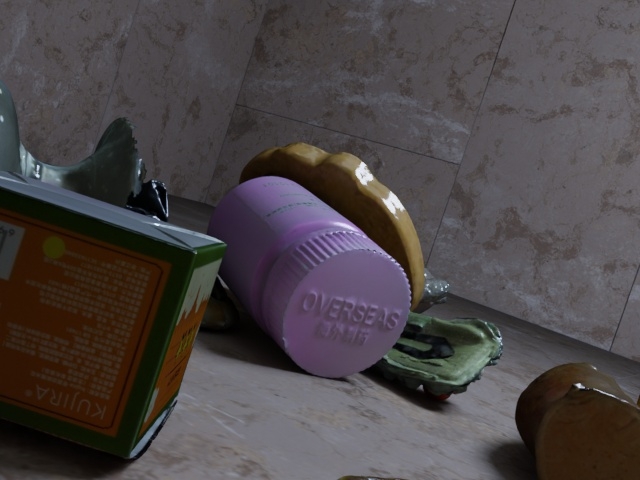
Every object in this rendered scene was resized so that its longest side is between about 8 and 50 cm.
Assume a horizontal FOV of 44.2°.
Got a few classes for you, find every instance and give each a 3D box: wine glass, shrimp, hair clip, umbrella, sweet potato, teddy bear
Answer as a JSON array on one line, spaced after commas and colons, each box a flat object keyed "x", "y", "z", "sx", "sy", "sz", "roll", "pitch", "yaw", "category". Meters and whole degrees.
[{"x": -0.380, "y": -0.078, "z": 0.862, "sx": 0.323, "sy": 0.238, "sz": 0.238, "roll": 14, "pitch": 5, "yaw": -31, "category": "wine glass"}, {"x": -0.176, "y": 0.065, "z": 1.063, "sx": 0.145, "sy": 0.059, "sz": 0.254, "roll": 20, "pitch": 3, "yaw": -13, "category": "shrimp"}, {"x": 0.095, "y": 0.137, "z": 1.076, "sx": 0.321, "sy": 0.138, "sz": 0.091, "roll": 20, "pitch": -41, "yaw": 45, "category": "hair clip"}, {"x": -0.269, "y": -0.014, "z": 1.059, "sx": 0.272, "sy": 0.122, "sz": 0.110, "roll": -6, "pitch": -64, "yaw": 61, "category": "umbrella"}, {"x": 0.272, "y": 0.190, "z": 0.848, "sx": 0.131, "sy": 0.131, "sz": 0.337, "roll": 19, "pitch": 3, "yaw": 8, "category": "sweet potato"}, {"x": 0.169, "y": 0.094, "z": 1.729, "sx": 0.236, "sy": 0.151, "sz": 0.267, "roll": 12, "pitch": 5, "yaw": 29, "category": "teddy bear"}]

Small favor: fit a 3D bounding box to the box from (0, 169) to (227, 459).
[{"x": -0.186, "y": 0.042, "z": 0.554, "sx": 0.195, "sy": 0.148, "sz": 0.177, "roll": 18, "pitch": 0, "yaw": -2, "category": "box"}]

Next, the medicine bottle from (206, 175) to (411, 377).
[{"x": -0.025, "y": 0.037, "z": 1.026, "sx": 0.178, "sy": 0.178, "sz": 0.291, "roll": 16, "pitch": 12, "yaw": -31, "category": "medicine bottle"}]

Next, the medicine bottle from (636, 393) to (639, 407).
[{"x": 0.499, "y": 0.213, "z": 1.095, "sx": 0.096, "sy": 0.191, "sz": 0.096, "roll": 17, "pitch": 4, "yaw": -1, "category": "medicine bottle"}]

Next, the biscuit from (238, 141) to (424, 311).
[{"x": 0.000, "y": 0.000, "z": 1.226, "sx": 0.351, "sy": 0.312, "sz": 0.057, "roll": 17, "pitch": 35, "yaw": 27, "category": "biscuit"}]

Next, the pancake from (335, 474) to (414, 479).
[{"x": 0.078, "y": 0.192, "z": 0.530, "sx": 0.158, "sy": 0.028, "sz": 0.158, "roll": 19, "pitch": 1, "yaw": 0, "category": "pancake"}]
